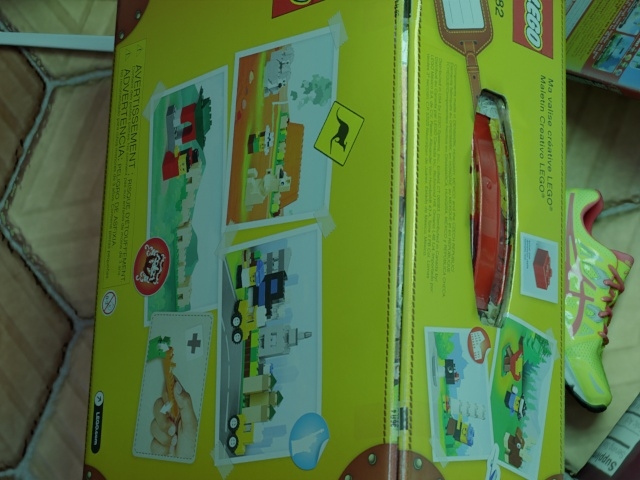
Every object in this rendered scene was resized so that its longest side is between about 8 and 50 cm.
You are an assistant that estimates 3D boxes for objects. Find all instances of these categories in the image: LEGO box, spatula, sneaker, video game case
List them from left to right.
[{"bbox_3d":[-0.289,-0.255,1.606,0.242,0.019,0.168,6,72,15],"label":"spatula"},{"bbox_3d":[0.000,0.000,1.288,0.372,0.193,0.500,-11,71,45],"label":"LEGO box"},{"bbox_3d":[0.229,0.044,1.357,0.094,0.081,0.209,-14,73,9],"label":"sneaker"},{"bbox_3d":[0.275,-0.223,1.358,0.204,0.025,0.285,-57,35,-4],"label":"video game case"}]

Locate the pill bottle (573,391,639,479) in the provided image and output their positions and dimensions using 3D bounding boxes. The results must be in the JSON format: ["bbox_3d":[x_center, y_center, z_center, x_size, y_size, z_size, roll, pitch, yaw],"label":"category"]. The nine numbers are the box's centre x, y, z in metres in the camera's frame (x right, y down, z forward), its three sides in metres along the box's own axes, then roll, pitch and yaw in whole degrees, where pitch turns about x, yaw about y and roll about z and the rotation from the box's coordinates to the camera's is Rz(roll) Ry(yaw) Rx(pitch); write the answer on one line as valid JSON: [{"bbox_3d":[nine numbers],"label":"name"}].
[{"bbox_3d":[0.333,0.189,1.215,0.224,0.224,0.392,36,88,20],"label":"pill bottle"}]
